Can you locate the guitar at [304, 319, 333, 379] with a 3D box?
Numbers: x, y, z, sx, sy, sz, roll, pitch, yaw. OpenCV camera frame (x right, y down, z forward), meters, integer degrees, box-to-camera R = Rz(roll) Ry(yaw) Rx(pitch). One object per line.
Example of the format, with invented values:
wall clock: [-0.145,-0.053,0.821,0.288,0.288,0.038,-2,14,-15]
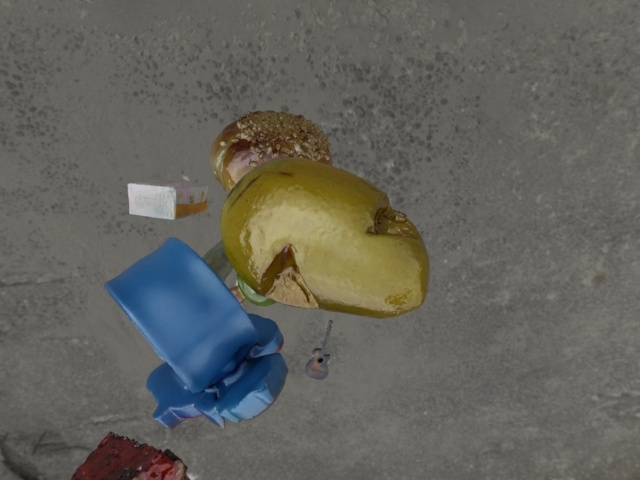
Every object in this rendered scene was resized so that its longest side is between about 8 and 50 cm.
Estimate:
guitar: [0.008,0.404,1.568,0.088,0.025,0.233,15,96,-3]

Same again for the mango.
mango: [0.000,0.000,0.486,0.262,0.167,0.130,15,175,26]

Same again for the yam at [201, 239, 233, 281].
yam: [-0.392,0.105,1.572,0.133,0.330,0.133,14,131,17]

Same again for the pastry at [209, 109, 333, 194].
pastry: [-0.154,-0.275,1.361,0.410,0.409,0.244,2,127,-6]

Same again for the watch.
watch: [-0.200,0.147,0.670,0.241,0.305,0.274,-40,118,-27]

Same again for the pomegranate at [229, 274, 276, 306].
pomegranate: [-0.189,0.124,1.233,0.205,0.159,0.159,-31,129,-3]

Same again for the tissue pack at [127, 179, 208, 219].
tissue pack: [-0.542,-0.153,1.530,0.185,0.225,0.124,6,102,13]

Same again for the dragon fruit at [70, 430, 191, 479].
dragon fruit: [-0.347,0.513,0.840,0.302,0.240,0.330,-26,132,11]
